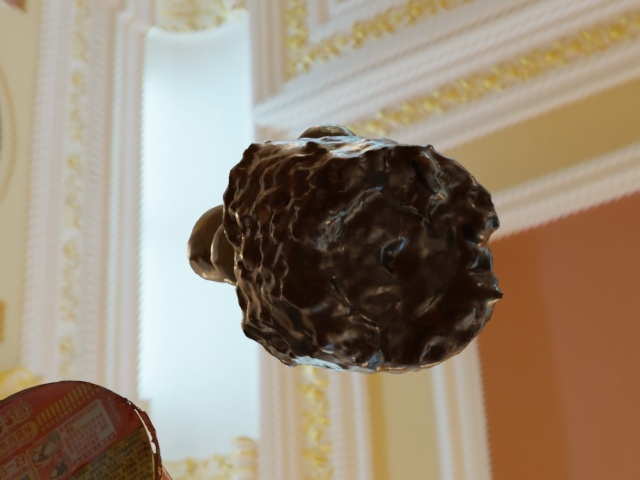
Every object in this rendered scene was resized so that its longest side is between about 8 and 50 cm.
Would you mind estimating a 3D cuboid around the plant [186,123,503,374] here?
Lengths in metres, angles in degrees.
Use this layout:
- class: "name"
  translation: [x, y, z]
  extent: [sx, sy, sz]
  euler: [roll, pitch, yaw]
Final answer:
- class: "plant"
  translation: [-0.002, 0.000, 0.919]
  extent: [0.274, 0.146, 0.149]
  euler: [-165, -94, -73]

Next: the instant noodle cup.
- class: "instant noodle cup"
  translation: [-0.146, 0.229, 1.013]
  extent: [0.193, 0.212, 0.193]
  euler: [-14, -131, 17]
